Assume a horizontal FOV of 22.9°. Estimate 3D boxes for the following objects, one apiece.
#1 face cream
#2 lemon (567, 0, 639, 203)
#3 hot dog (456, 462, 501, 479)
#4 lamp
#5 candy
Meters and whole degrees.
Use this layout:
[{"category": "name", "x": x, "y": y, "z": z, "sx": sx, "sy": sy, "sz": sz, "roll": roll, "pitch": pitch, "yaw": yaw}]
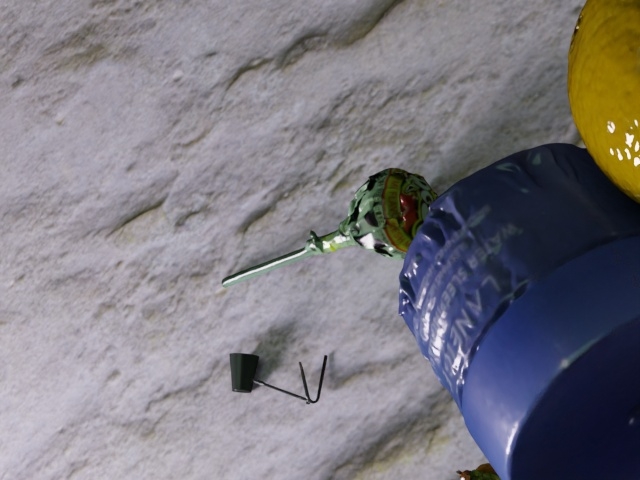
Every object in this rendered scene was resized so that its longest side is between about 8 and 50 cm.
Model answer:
[{"category": "face cream", "x": 0.212, "y": 0.071, "z": 1.327, "sx": 0.249, "sy": 0.249, "sz": 0.225, "roll": -46, "pitch": 45, "yaw": 13}, {"category": "lemon", "x": 0.310, "y": -0.121, "z": 1.230, "sx": 0.228, "sy": 0.228, "sz": 0.254, "roll": -35, "pitch": 54, "yaw": 22}, {"category": "hot dog", "x": 0.173, "y": 0.237, "z": 1.420, "sx": 0.133, "sy": 0.041, "sz": 0.056, "roll": 24, "pitch": 86, "yaw": 43}, {"category": "lamp", "x": -0.050, "y": 0.145, "z": 1.657, "sx": 0.121, "sy": 0.041, "sz": 0.054, "roll": -6, "pitch": 74, "yaw": 41}, {"category": "candy", "x": 0.000, "y": 0.000, "z": 1.667, "sx": 0.305, "sy": 0.083, "sz": 0.091, "roll": -20, "pitch": 59, "yaw": 41}]
